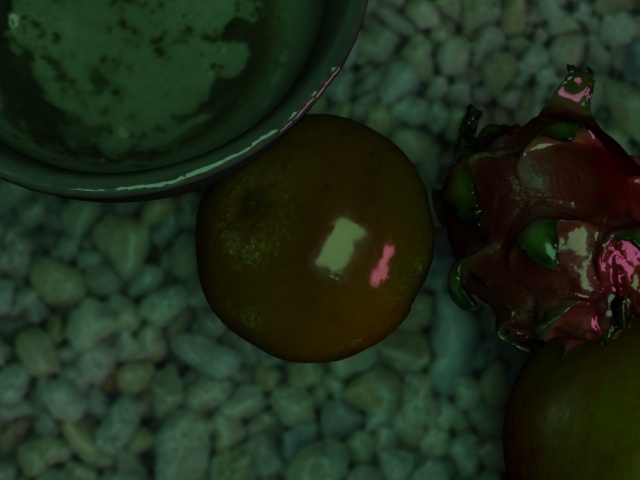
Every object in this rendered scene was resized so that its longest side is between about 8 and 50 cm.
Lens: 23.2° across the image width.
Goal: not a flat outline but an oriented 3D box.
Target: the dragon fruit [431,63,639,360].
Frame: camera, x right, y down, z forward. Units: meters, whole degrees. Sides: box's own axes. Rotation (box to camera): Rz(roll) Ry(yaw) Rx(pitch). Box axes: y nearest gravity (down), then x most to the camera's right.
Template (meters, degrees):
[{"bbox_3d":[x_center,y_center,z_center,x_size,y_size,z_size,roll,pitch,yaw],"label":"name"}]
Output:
[{"bbox_3d":[0.134,-0.027,0.939,0.137,0.236,0.135,-34,122,18],"label":"dragon fruit"}]

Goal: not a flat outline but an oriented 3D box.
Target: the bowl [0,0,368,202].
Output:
[{"bbox_3d":[-0.113,-0.141,0.921,0.289,0.146,0.289,0,74,0],"label":"bowl"}]

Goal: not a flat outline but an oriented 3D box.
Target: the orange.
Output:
[{"bbox_3d":[0.000,0.000,0.951,0.134,0.154,0.155,22,84,-43],"label":"orange"}]

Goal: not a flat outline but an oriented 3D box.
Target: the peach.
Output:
[{"bbox_3d":[0.205,0.140,0.962,0.197,0.197,0.197,0,89,-9],"label":"peach"}]
